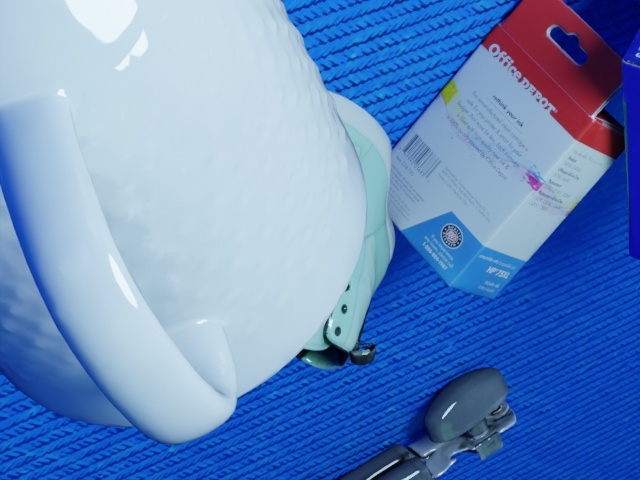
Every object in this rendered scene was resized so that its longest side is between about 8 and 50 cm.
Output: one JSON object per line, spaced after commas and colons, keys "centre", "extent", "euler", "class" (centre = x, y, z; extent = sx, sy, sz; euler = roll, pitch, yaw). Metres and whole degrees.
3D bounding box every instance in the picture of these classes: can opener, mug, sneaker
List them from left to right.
{"centre": [-0.134, -0.051, 1.043], "extent": [0.276, 0.374, 0.328], "euler": [-24, 142, 4], "class": "mug"}
{"centre": [0.001, 0.000, 1.428], "extent": [0.256, 0.094, 0.151], "euler": [69, 32, -53], "class": "sneaker"}
{"centre": [0.075, 0.224, 1.890], "extent": [0.283, 0.076, 0.095], "euler": [-29, 114, -15], "class": "can opener"}

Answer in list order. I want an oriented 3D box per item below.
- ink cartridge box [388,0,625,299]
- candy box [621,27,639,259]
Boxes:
{"centre": [0.160, -0.082, 1.521], "extent": [0.231, 0.134, 0.078], "euler": [-49, 146, 16], "class": "ink cartridge box"}
{"centre": [0.362, -0.165, 1.520], "extent": [0.317, 0.122, 0.268], "euler": [-58, 154, -27], "class": "candy box"}
